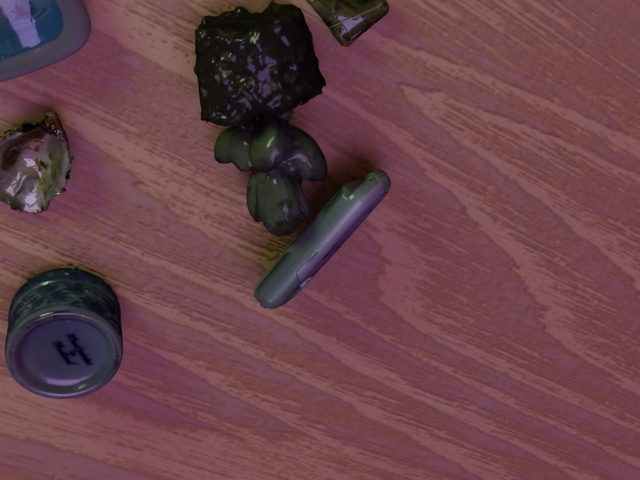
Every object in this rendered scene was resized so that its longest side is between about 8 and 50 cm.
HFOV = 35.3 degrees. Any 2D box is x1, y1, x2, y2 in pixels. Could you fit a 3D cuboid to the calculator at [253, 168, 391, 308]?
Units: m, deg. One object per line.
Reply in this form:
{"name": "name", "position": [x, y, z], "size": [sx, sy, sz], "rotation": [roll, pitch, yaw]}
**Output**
{"name": "calculator", "position": [0.000, 0.000, 1.315], "size": [0.045, 0.141, 0.246], "rotation": [43, 105, 5]}

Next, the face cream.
{"name": "face cream", "position": [-0.370, -0.332, 1.038], "size": [0.163, 0.080, 0.336], "rotation": [-20, 124, -2]}

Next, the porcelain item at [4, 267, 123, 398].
{"name": "porcelain item", "position": [-0.331, 0.117, 1.301], "size": [0.147, 0.114, 0.147], "rotation": [-6, 123, -10]}

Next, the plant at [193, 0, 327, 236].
{"name": "plant", "position": [-0.068, -0.139, 1.196], "size": [0.149, 0.146, 0.274], "rotation": [2, 124, 17]}

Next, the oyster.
{"name": "oyster", "position": [-0.345, -0.097, 1.205], "size": [0.103, 0.051, 0.148], "rotation": [29, 125, -31]}

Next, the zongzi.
{"name": "zongzi", "position": [0.032, -0.286, 1.207], "size": [0.076, 0.040, 0.083], "rotation": [-40, 105, 2]}
